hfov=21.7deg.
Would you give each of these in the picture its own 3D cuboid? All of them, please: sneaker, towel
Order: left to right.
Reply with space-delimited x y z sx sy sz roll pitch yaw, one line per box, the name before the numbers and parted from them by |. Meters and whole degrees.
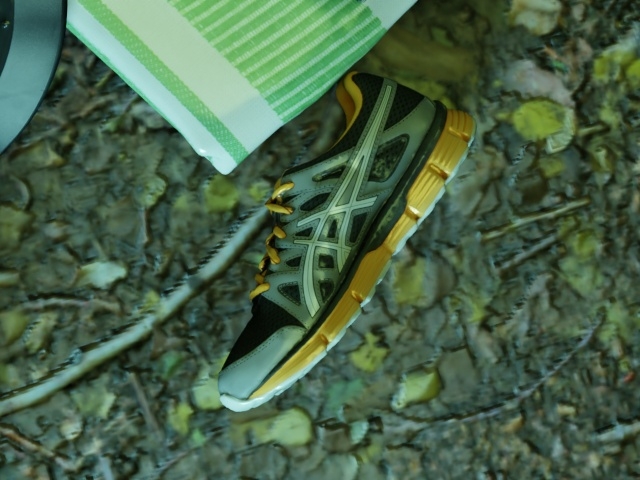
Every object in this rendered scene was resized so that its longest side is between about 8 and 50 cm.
towel | -0.024 -0.229 0.936 0.248 0.038 0.325 44 82 -5
sneaker | 0.000 0.000 0.937 0.083 0.084 0.215 35 75 -3

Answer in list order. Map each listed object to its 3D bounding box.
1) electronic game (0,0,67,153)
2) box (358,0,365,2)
electronic game | -0.247 -0.133 0.894 0.229 0.048 0.229 2 104 8
box | 0.012 -0.243 0.884 0.180 0.077 0.147 44 82 -5
